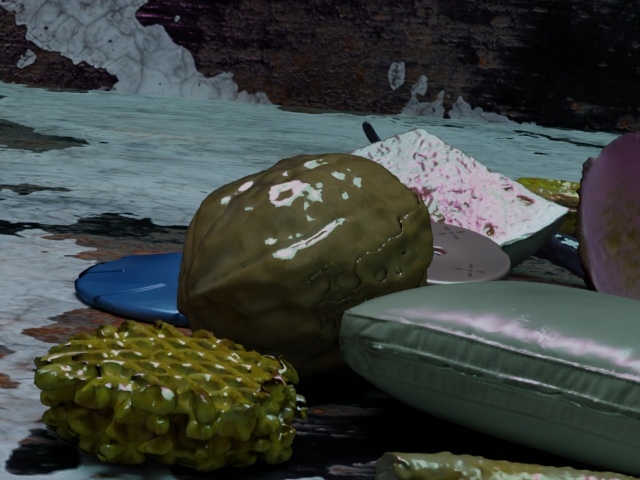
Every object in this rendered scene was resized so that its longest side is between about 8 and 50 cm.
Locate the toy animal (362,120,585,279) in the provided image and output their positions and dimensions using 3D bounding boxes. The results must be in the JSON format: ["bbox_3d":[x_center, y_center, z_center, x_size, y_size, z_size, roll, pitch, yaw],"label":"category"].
[{"bbox_3d":[0.193,-0.022,1.876,0.367,0.081,0.206,29,-12,-2],"label":"toy animal"}]

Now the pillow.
[{"bbox_3d":[0.202,0.102,1.221,0.322,0.120,0.255,11,7,29],"label":"pillow"}]

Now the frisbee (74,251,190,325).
[{"bbox_3d":[-0.124,0.039,1.580,0.242,0.045,0.242,6,10,-1],"label":"frisbee"}]

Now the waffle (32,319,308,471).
[{"bbox_3d":[-0.107,0.114,1.147,0.197,0.070,0.193,8,11,-2],"label":"waffle"}]

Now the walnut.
[{"bbox_3d":[-0.013,0.021,1.334,0.245,0.198,0.198,-25,27,-34],"label":"walnut"}]

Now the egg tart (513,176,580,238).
[{"bbox_3d":[0.337,-0.042,2.140,0.191,0.074,0.191,5,10,-1],"label":"egg tart"}]

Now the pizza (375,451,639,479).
[{"bbox_3d":[0.193,0.183,0.921,0.365,0.074,0.182,11,3,27],"label":"pizza"}]

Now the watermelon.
[{"bbox_3d":[0.115,-0.020,1.697,0.260,0.176,0.256,37,23,33],"label":"watermelon"}]

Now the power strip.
[{"bbox_3d":[0.103,0.043,1.518,0.154,0.078,0.154,5,25,-2],"label":"power strip"}]

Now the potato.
[{"bbox_3d":[0.426,0.008,1.633,0.266,0.229,0.229,6,10,-22],"label":"potato"}]
